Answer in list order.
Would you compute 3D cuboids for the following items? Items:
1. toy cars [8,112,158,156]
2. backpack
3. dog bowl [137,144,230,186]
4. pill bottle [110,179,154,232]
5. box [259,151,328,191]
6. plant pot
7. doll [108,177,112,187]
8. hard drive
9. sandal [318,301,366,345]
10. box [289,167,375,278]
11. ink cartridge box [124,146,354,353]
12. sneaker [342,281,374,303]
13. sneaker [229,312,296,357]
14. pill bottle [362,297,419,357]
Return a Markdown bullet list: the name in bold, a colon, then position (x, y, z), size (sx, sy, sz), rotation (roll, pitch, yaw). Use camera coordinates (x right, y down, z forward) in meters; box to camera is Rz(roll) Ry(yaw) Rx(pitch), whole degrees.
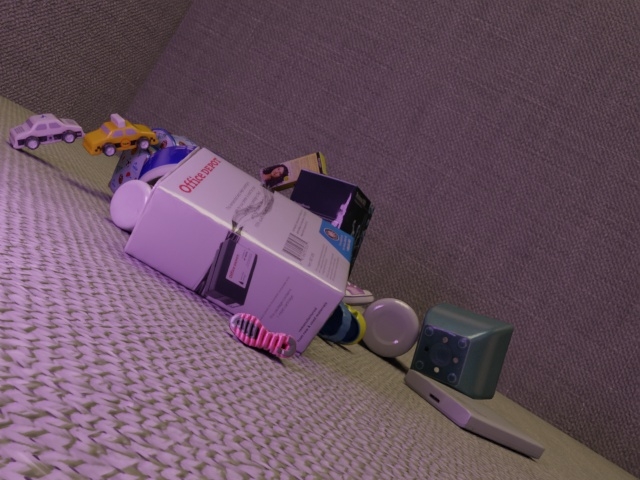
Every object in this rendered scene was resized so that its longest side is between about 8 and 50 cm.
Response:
- **toy cars**: position (-0.641, -0.300, 1.613), size (0.394, 0.087, 0.176), rotation (5, 30, 4)
- **backpack**: position (-0.471, -0.194, 1.752), size (0.277, 0.263, 0.213), rotation (31, 6, 37)
- **dog bowl**: position (-0.338, -0.115, 1.541), size (0.265, 0.265, 0.104), rotation (31, 41, -31)
- **pill bottle**: position (-0.380, -0.056, 1.409), size (0.117, 0.117, 0.215), rotation (31, -1, 29)
- **box**: position (-0.095, -0.236, 2.117), size (0.233, 0.087, 0.058), rotation (-16, -17, 15)
- **plant pot**: position (0.404, 0.339, 1.816), size (0.248, 0.246, 0.252), rotation (17, 4, 31)
- **doll**: position (-0.624, -0.157, 2.035), size (0.189, 0.046, 0.129), rotation (31, 1, -44)
- **hard drive**: position (0.406, 0.459, 1.579), size (0.353, 0.047, 0.233), rotation (30, 0, -35)
- **sandal**: position (-0.025, 0.160, 1.524), size (0.318, 0.126, 0.138), rotation (30, 4, 6)
- **box**: position (0.000, 0.000, 2.049), size (0.212, 0.395, 0.293), rotation (19, -4, 20)
- **ink cartridge box**: position (-0.145, 0.006, 1.216), size (0.395, 0.166, 0.285), rotation (31, 23, -6)
- **sneaker**: position (0.038, 0.118, 1.830), size (0.282, 0.160, 0.102), rotation (8, -15, -23)
- **sneaker**: position (-0.100, 0.159, 0.980), size (0.119, 0.047, 0.057), rotation (32, -22, -13)
- **pill bottle**: position (0.227, 0.276, 1.946), size (0.182, 0.181, 0.323), rotation (31, -1, 9)
